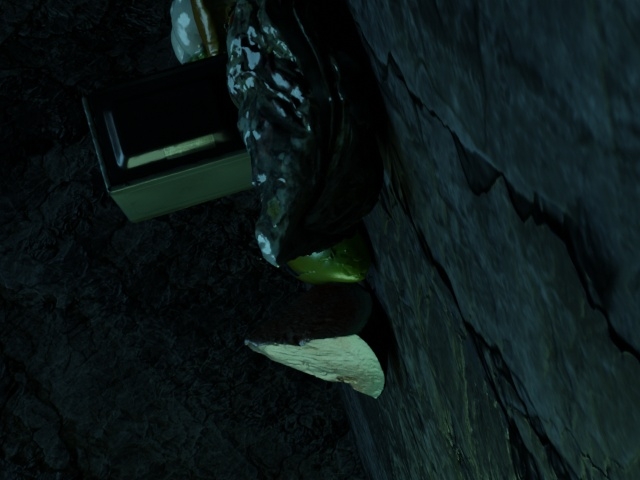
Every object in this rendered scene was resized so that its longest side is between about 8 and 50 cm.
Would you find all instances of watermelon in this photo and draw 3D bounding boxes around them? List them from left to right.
[{"bbox_3d":[0.011,0.105,1.340,0.136,0.202,0.207,-57,37,29],"label":"watermelon"}]

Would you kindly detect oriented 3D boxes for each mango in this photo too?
[{"bbox_3d":[0.000,0.000,1.295,0.125,0.111,0.233,60,171,-32],"label":"mango"}]

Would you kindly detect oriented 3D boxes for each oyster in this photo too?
[{"bbox_3d":[-0.022,-0.122,0.901,0.162,0.158,0.351,33,-141,-37],"label":"oyster"}]

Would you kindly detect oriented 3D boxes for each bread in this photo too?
[{"bbox_3d":[-0.195,-0.458,1.973,0.174,0.121,0.246,-121,13,-70],"label":"bread"}]

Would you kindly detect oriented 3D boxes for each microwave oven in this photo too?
[{"bbox_3d":[-0.232,-0.205,1.838,0.286,0.354,0.219,89,164,-78],"label":"microwave oven"}]

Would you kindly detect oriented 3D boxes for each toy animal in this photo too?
[{"bbox_3d":[-0.260,-0.500,2.231,0.310,0.182,0.247,92,161,-77],"label":"toy animal"}]

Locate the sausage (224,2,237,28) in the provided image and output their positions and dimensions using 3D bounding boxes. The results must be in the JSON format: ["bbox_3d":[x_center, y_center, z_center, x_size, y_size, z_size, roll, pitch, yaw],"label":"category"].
[{"bbox_3d":[-0.087,-0.304,1.470,0.264,0.083,0.083,-120,14,-66],"label":"sausage"}]

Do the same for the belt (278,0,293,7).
[{"bbox_3d":[-0.034,-0.217,1.235,0.232,0.053,0.071,78,-178,-49],"label":"belt"}]
